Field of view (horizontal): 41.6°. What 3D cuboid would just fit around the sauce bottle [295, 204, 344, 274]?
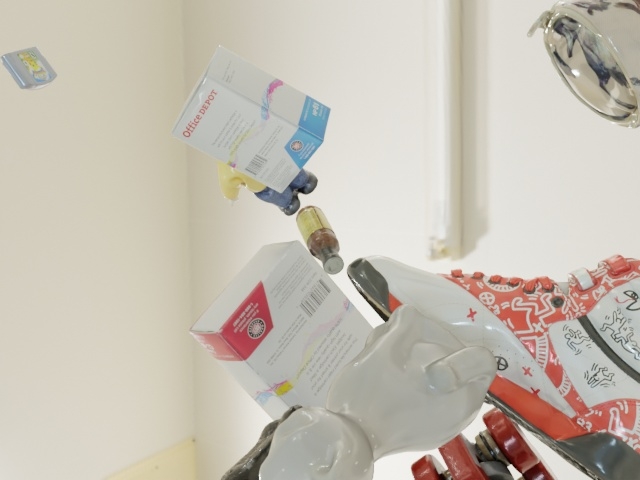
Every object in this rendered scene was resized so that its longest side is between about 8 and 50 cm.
[{"bbox_3d":[0.000,0.000,1.076,0.042,0.128,0.042,-6,-59,-11],"label":"sauce bottle"}]

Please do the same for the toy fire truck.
[{"bbox_3d":[0.276,0.404,1.208,0.169,0.254,0.302,-36,-50,6],"label":"toy fire truck"}]

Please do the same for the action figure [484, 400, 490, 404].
[{"bbox_3d":[0.317,0.288,1.621,0.185,0.285,0.099,-1,-90,-46],"label":"action figure"}]

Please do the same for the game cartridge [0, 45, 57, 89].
[{"bbox_3d":[-0.385,-0.228,1.121,0.056,0.017,0.083,58,-159,-12],"label":"game cartridge"}]

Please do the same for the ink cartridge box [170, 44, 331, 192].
[{"bbox_3d":[-0.065,-0.111,0.786,0.122,0.088,0.052,27,-133,-17],"label":"ink cartridge box"}]

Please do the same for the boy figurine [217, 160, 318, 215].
[{"bbox_3d":[-0.132,-0.146,1.587,0.285,0.092,0.177,33,-84,-43],"label":"boy figurine"}]

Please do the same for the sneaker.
[{"bbox_3d":[0.161,0.056,0.644,0.145,0.270,0.090,-51,-21,-6],"label":"sneaker"}]

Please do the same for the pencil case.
[{"bbox_3d":[0.439,-0.298,0.920,0.410,0.184,0.160,-36,-18,3],"label":"pencil case"}]

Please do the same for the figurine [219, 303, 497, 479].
[{"bbox_3d":[-0.008,0.146,0.516,0.092,0.215,0.209,49,-149,9],"label":"figurine"}]

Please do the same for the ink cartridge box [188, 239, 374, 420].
[{"bbox_3d":[-0.043,0.184,1.482,0.306,0.131,0.226,52,-119,-21],"label":"ink cartridge box"}]
